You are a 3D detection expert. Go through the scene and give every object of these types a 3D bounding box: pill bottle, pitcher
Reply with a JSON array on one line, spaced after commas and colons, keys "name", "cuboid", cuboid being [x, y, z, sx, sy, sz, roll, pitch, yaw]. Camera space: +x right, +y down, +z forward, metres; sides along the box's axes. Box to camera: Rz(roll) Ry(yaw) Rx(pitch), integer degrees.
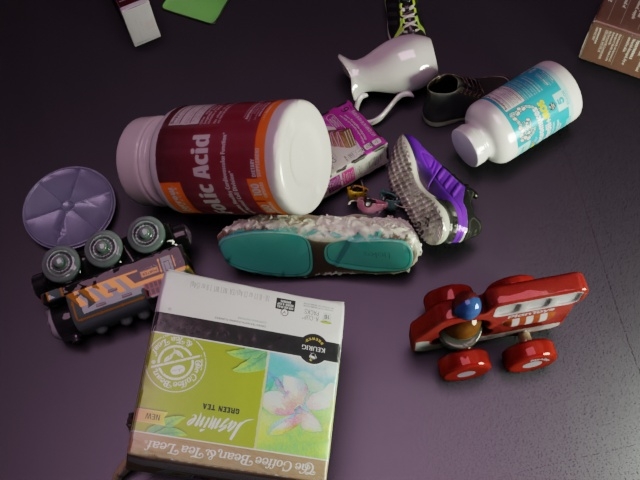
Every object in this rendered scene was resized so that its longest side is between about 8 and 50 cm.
[{"name": "pill bottle", "cuboid": [0.411, -0.260, 1.743, 0.264, 0.146, 0.146, -32, 67, -10]}, {"name": "pill bottle", "cuboid": [-0.197, -0.162, 1.638, 0.392, 0.224, 0.224, 1, 63, 28]}, {"name": "pitcher", "cuboid": [0.160, -0.359, 1.829, 0.207, 0.125, 0.177, -14, 85, 8]}]

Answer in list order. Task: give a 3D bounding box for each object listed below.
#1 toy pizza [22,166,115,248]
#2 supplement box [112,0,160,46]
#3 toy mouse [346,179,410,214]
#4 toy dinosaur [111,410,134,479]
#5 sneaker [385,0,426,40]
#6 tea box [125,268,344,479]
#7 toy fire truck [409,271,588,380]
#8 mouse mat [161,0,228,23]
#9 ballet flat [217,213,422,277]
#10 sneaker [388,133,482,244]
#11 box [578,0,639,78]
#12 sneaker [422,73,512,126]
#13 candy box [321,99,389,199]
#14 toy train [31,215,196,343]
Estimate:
[{"name": "toy pizza", "cuboid": [-0.541, -0.068, 1.771, 0.201, 0.032, 0.201, -1, 66, 2]}, {"name": "supplement box", "cuboid": [-0.469, -0.599, 1.960, 0.073, 0.130, 0.239, -26, 67, -9]}, {"name": "toy mouse", "cuboid": [0.117, -0.077, 1.692, 0.143, 0.161, 0.031, 19, 112, 19]}, {"name": "toy dinosaur", "cuboid": [-0.306, 0.359, 1.545, 0.268, 0.064, 0.118, -30, 74, -7]}, {"name": "sneaker", "cuboid": [0.190, -0.538, 1.911, 0.084, 0.097, 0.234, -12, 65, -2]}, {"name": "tea box", "cuboid": [-0.151, 0.260, 1.454, 0.329, 0.220, 0.323, 10, 67, -10]}, {"name": "toy fire truck", "cuboid": [0.315, 0.136, 1.503, 0.302, 0.254, 0.169, -9, 65, -1]}, {"name": "mouse mat", "cuboid": [-0.289, -0.623, 2.029, 0.153, 0.007, 0.189, 20, 69, 12]}, {"name": "ballet flat", "cuboid": [0.000, 0.000, 1.673, 0.409, 0.147, 0.147, 3, 65, 2]}, {"name": "sneaker", "cuboid": [0.247, -0.104, 1.713, 0.146, 0.102, 0.293, -2, 50, -24]}, {"name": "box", "cuboid": [0.796, -0.448, 1.814, 0.382, 0.143, 0.191, 23, 68, 11]}, {"name": "sneaker", "cuboid": [0.333, -0.326, 1.792, 0.222, 0.118, 0.083, -21, 66, -7]}, {"name": "candy box", "cuboid": [0.008, -0.183, 1.760, 0.233, 0.071, 0.159, -31, 58, -10]}, {"name": "toy train", "cuboid": [-0.405, 0.080, 1.643, 0.334, 0.142, 0.190, -20, 75, -6]}]
